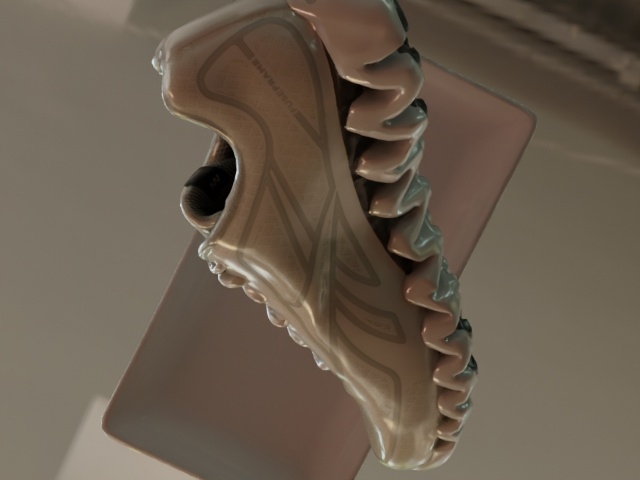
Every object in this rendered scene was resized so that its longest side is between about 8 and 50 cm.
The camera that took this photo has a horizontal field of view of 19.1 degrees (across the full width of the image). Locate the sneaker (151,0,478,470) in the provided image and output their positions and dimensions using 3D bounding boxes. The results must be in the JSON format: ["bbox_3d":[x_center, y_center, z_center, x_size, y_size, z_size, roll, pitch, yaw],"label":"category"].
[{"bbox_3d":[0.000,0.000,0.913,0.118,0.110,0.292,-20,-54,-7],"label":"sneaker"}]

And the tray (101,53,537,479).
[{"bbox_3d":[-0.002,0.017,1.072,0.145,0.030,0.270,26,-85,-7],"label":"tray"}]
